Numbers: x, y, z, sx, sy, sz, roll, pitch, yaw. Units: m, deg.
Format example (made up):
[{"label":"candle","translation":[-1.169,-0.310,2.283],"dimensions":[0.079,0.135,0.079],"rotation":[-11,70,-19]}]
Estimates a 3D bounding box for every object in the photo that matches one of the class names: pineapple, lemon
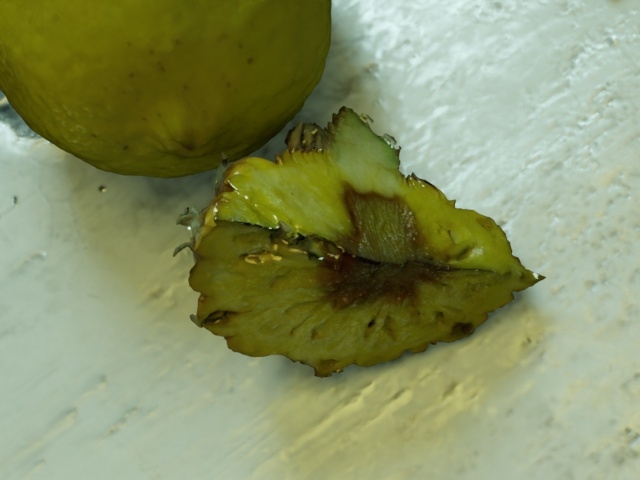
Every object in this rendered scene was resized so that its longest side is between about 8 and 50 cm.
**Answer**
[{"label":"pineapple","translation":[-0.005,0.000,1.264],"dimensions":[0.140,0.250,0.164],"rotation":[-58,43,36]},{"label":"lemon","translation":[-0.119,-0.182,1.284],"dimensions":[0.253,0.253,0.310],"rotation":[-28,56,4]}]
